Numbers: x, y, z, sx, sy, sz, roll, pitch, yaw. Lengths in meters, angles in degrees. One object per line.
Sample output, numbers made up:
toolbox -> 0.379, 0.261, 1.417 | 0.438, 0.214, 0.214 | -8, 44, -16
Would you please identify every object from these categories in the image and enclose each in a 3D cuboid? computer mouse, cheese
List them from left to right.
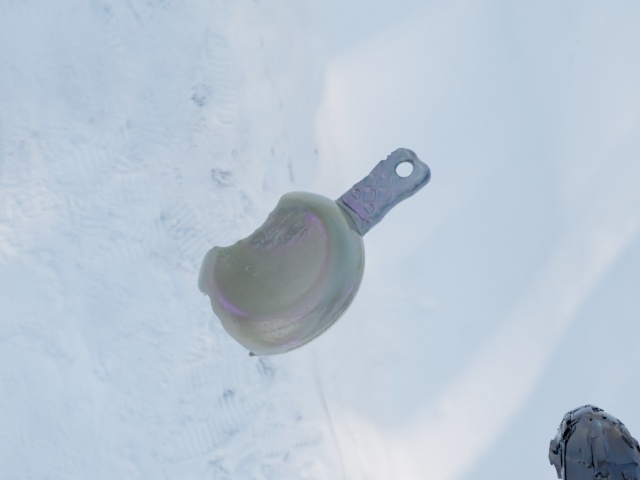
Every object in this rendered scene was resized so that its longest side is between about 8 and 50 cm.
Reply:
cheese -> 0.000, 0.000, 0.641 | 0.286, 0.163, 0.082 | -42, 155, -3
computer mouse -> 0.443, 0.345, 0.932 | 0.242, 0.146, 0.078 | -65, 143, -56
